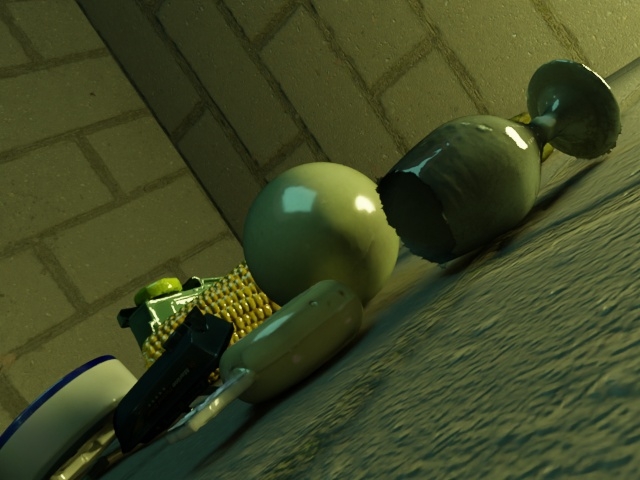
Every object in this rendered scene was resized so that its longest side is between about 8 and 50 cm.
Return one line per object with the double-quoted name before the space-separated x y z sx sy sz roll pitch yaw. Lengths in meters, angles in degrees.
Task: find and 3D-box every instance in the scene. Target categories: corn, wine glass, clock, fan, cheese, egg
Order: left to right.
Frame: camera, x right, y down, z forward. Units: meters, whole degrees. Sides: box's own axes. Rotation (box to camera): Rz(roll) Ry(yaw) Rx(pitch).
"clock" -0.355 0.271 0.934 0.230 0.083 0.230 -46 -7 -7
"fan" -0.300 0.305 0.803 0.038 0.016 0.193 -36 1 3
"corn" -0.122 0.110 1.083 0.387 0.143 0.144 -32 0 -20
"cheese" -0.050 0.110 0.600 0.137 0.064 0.227 -38 -4 42
"egg" 0.000 0.000 0.797 0.187 0.186 0.253 -34 -3 -7
"wine glass" 0.178 -0.079 0.657 0.241 0.126 0.126 -35 1 -21

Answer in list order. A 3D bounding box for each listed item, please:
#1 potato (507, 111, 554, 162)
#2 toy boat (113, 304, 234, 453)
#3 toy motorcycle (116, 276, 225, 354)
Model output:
"potato" 0.267 -0.122 1.021 0.226 0.090 0.117 -33 0 4
"toy boat" -0.192 0.198 0.860 0.246 0.103 0.093 -48 10 19
"toy motorcycle" -0.245 0.182 1.387 0.327 0.191 0.200 -11 -21 -48
